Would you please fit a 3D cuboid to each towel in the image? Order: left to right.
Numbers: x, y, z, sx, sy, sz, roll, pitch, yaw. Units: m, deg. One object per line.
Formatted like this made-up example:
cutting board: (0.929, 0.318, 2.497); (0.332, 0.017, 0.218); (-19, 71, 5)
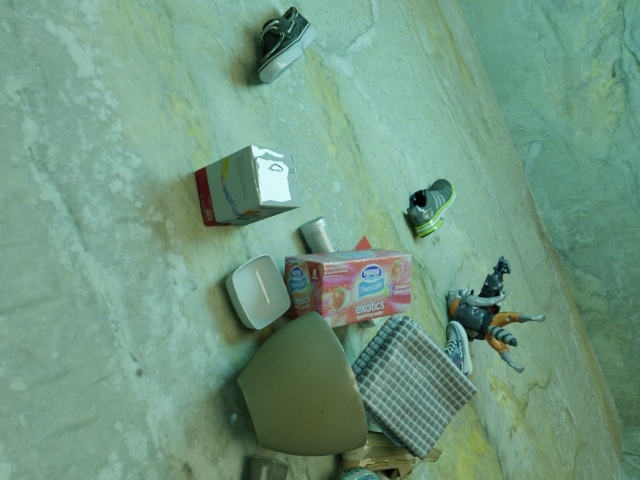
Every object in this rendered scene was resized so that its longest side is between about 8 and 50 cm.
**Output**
towel: (0.212, 0.346, 1.265); (0.283, 0.121, 0.235); (45, 71, -18)

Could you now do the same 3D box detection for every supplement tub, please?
supplement tub: (0.000, 0.000, 1.372); (0.071, 0.071, 0.107); (-35, 104, -51)

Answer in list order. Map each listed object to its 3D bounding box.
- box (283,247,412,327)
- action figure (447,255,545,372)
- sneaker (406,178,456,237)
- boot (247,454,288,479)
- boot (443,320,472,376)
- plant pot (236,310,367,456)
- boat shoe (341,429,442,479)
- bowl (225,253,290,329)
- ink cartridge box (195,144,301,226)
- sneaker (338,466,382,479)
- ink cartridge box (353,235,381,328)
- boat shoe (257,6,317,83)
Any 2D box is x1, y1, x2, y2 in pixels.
box: (0.071, 0.105, 1.294); (0.300, 0.142, 0.154); (-3, 97, -40)
action figure: (0.565, 0.231, 1.799); (0.179, 0.330, 0.341); (-5, 112, -40)
sneaker: (0.384, -0.141, 1.874); (0.121, 0.111, 0.300); (53, 40, -18)
boot: (-0.133, 0.516, 1.016); (0.189, 0.076, 0.208); (45, 51, -51)
boot: (0.444, 0.361, 1.798); (0.086, 0.069, 0.189); (4, 62, -31)
plant pot: (-0.056, 0.307, 1.070); (0.191, 0.284, 0.284); (-18, 92, -17)
boat shoe: (0.179, 0.547, 1.366); (0.341, 0.122, 0.110); (21, 65, -34)
bowl: (-0.142, 0.112, 1.170); (0.142, 0.053, 0.142); (-32, 103, -51)
ink cartridge box: (-0.152, -0.110, 1.138); (0.128, 0.176, 0.127); (-3, 79, -51)
sneaker: (0.038, 0.586, 1.129); (0.283, 0.122, 0.110); (-30, 104, -33)
ink cartridge box: (0.141, 0.108, 1.523); (0.181, 0.056, 0.224); (60, 41, -17)
boat shoe: (-0.109, -0.516, 1.409); (0.119, 0.121, 0.335); (46, 34, -20)
